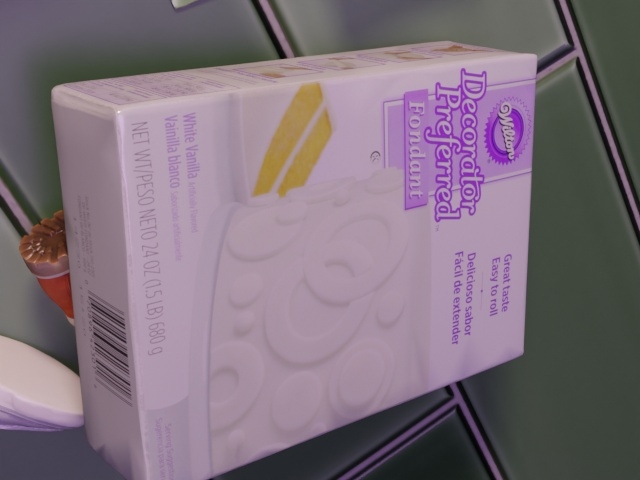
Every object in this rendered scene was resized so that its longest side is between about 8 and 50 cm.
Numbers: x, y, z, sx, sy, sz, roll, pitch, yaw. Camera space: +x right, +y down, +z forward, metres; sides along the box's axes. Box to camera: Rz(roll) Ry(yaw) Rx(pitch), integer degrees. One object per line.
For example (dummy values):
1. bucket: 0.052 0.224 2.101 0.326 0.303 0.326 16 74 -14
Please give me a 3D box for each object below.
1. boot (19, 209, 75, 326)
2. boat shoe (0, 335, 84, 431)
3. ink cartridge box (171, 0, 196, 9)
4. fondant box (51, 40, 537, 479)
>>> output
1. boot: -0.123 -0.001 0.675 0.158 0.059 0.084 -30 132 -16
2. boat shoe: -0.246 0.101 0.647 0.184 0.066 0.063 19 112 -29
3. ink cartridge box: -0.013 -0.271 0.632 0.235 0.056 0.171 -26 115 -15
4. fondant box: 0.000 0.000 0.654 0.330 0.096 0.238 -15 112 -35
